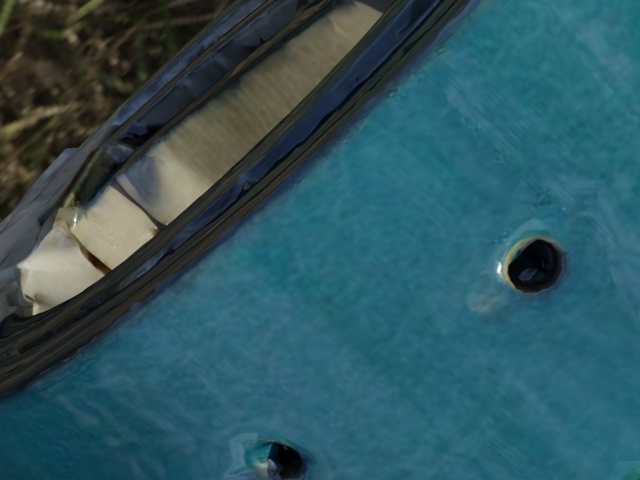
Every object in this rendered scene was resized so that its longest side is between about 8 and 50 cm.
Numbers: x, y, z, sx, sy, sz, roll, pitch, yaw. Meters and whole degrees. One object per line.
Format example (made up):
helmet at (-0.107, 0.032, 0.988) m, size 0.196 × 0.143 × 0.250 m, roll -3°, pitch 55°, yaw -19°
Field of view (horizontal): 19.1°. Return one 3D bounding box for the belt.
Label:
belt at (0.000, -0.001, 0.706) m, size 0.173 × 0.300 × 0.436 m, roll 44°, pitch 149°, yaw -10°
